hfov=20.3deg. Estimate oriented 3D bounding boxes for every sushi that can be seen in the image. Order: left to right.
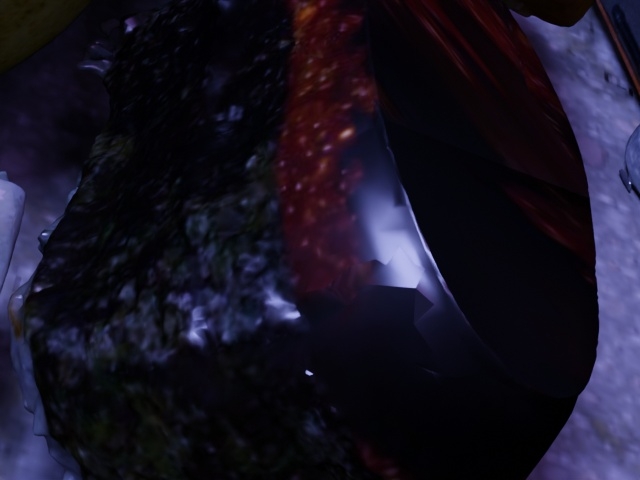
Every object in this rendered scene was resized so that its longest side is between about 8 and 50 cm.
[{"bbox_3d":[0.000,0.000,0.528,0.136,0.126,0.225,41,29,-29],"label":"sushi"}]

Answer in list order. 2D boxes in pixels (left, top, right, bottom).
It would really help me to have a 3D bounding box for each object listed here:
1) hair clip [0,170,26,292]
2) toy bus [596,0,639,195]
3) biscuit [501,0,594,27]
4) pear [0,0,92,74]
[{"bbox_3d":[-0.190,-0.014,0.467,0.218,0.071,0.159,20,46,-21],"label":"hair clip"},{"bbox_3d":[0.181,-0.155,0.760,0.153,0.143,0.329,-2,55,-26],"label":"toy bus"},{"bbox_3d":[-0.006,-0.190,0.660,0.305,0.038,0.305,48,5,-5],"label":"biscuit"},{"bbox_3d":[-0.139,-0.139,0.554,0.197,0.197,0.197,16,44,-16],"label":"pear"}]
